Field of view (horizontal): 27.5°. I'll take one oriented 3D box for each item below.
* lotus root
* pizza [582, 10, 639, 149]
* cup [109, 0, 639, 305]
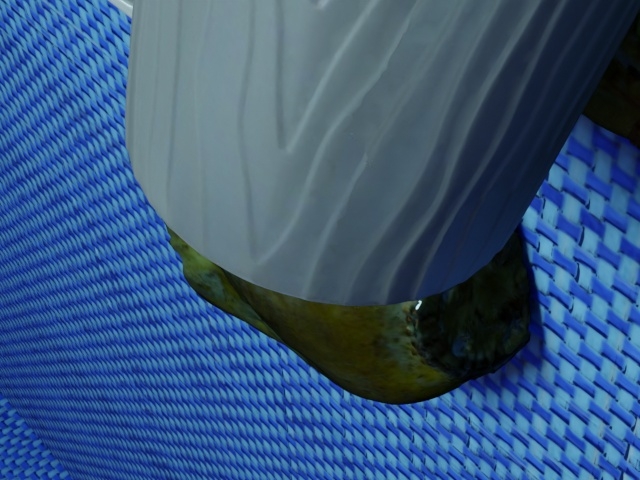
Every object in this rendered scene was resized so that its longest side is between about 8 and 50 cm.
[{"bbox_3d":[0.010,0.015,0.899,0.260,0.149,0.267,37,151,39],"label":"lotus root"},{"bbox_3d":[0.153,-0.114,0.612,0.185,0.036,0.176,43,151,28],"label":"pizza"},{"bbox_3d":[-0.001,-0.134,0.547,0.273,0.288,0.208,107,168,-47],"label":"cup"}]
